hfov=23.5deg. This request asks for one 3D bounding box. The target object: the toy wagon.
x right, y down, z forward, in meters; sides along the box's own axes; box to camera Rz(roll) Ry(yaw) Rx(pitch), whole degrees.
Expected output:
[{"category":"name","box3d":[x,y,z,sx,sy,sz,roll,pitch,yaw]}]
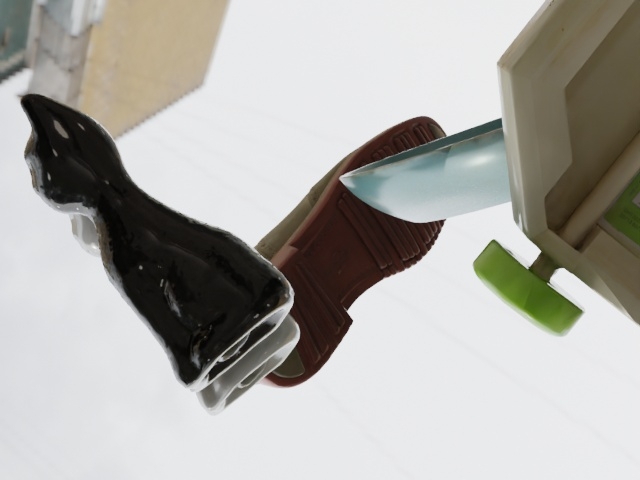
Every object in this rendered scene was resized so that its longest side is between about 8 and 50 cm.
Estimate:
[{"category":"toy wagon","box3d":[0.249,-0.017,0.731,0.344,0.267,0.068,36,-171,-11]}]

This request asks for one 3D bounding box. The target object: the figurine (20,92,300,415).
[{"category":"figurine","box3d":[-0.114,0.006,1.037,0.092,0.215,0.209,-41,-101,-8]}]

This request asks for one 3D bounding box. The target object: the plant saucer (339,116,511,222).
[{"category":"plant saucer","box3d":[0.167,-0.070,0.902,0.318,0.318,0.043,-20,-87,-28]}]

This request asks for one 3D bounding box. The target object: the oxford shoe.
[{"category":"oxford shoe","box3d":[0.000,0.000,1.407,0.348,0.130,0.123,-44,-67,-37]}]
